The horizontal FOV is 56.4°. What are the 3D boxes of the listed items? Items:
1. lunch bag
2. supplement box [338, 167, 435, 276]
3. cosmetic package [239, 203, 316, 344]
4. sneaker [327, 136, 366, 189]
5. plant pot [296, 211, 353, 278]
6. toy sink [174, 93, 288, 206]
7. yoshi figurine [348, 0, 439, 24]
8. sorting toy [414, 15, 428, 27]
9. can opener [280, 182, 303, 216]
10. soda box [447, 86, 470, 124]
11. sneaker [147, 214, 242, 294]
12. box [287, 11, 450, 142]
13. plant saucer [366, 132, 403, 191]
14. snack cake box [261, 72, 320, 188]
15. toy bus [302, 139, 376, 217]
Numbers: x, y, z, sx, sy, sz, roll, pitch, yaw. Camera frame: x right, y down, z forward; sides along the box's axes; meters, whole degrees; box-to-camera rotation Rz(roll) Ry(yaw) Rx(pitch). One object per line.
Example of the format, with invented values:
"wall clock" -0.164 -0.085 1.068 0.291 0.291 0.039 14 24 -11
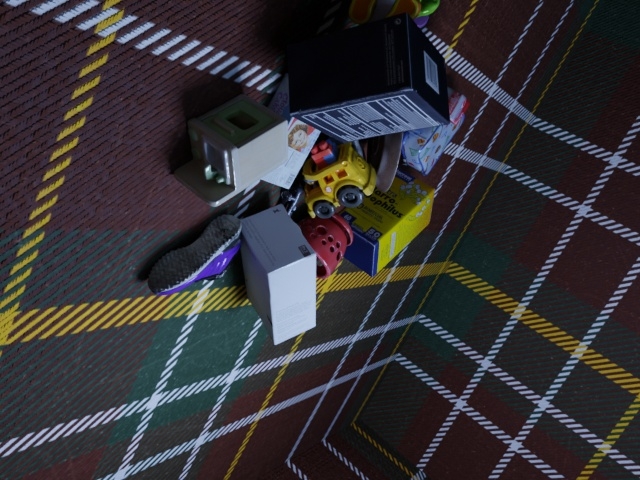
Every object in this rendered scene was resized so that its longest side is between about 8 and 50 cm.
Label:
"lunch bag" 0.415 -0.398 2.228 0.303 0.115 0.243 -54 156 -5
"supplement box" 0.235 -0.074 2.207 0.356 0.194 0.195 -41 151 -27
"cosmetic package" -0.124 0.108 1.755 0.156 0.217 0.385 -24 143 -17
"sneaker" 0.087 -0.265 1.872 0.297 0.111 0.129 77 31 -56
"plant pot" 0.000 0.000 1.908 0.174 0.191 0.191 -49 154 -22
"toy sink" -0.208 -0.213 1.355 0.234 0.152 0.131 -37 149 -30
"yoshi figurine" 0.187 -0.606 1.493 0.362 0.203 0.204 -57 128 -67
"sorting toy" 0.200 -0.519 1.764 0.366 0.127 0.126 -57 177 9
"can opener" -0.104 -0.086 1.776 0.073 0.059 0.186 9 113 -52
"soda box" 0.321 -0.453 1.828 0.083 0.263 0.092 -59 153 11
"sneaker" -0.312 0.069 1.563 0.293 0.102 0.146 -40 151 -29
"box" 0.118 -0.365 1.402 0.296 0.294 0.183 9 76 -63
"plant saucer" 0.190 -0.304 1.819 0.310 0.050 0.311 -176 -90 -82
"snack cake box" -0.087 -0.278 1.550 0.264 0.089 0.152 -60 152 9
"toy bus" 0.021 -0.194 1.735 0.211 0.220 0.149 48 33 -31
